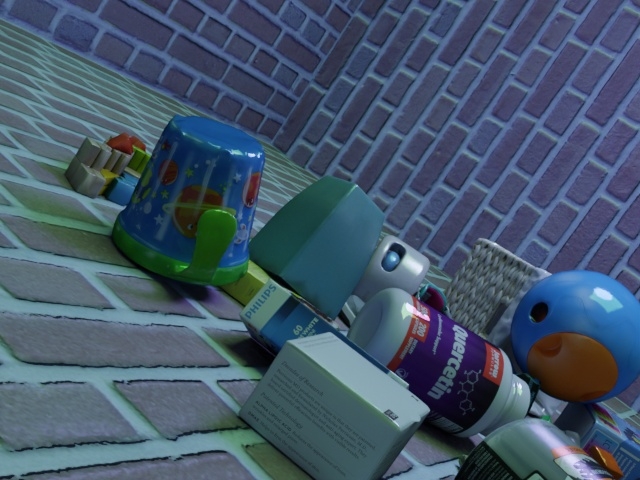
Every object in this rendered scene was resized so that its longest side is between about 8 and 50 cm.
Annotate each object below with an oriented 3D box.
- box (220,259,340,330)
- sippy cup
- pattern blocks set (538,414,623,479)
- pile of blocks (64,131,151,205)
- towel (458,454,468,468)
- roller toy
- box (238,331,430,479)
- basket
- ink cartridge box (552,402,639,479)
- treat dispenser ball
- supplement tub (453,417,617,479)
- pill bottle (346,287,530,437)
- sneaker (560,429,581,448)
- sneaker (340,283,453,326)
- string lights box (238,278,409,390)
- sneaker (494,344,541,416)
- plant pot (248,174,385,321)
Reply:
[{"bbox_3d":[-0.080,0.112,1.555,0.232,0.058,0.087,34,9,10],"label":"box"},{"bbox_3d":[-0.200,-0.077,1.434,0.305,0.224,0.240,32,21,29],"label":"sippy cup"},{"bbox_3d":[0.465,0.448,1.479,0.325,0.026,0.285,52,33,14],"label":"pattern blocks set"},{"bbox_3d":[-0.380,-0.149,1.716,0.149,0.112,0.362,33,9,-4],"label":"pile of blocks"},{"bbox_3d":[0.283,0.401,1.384,0.110,0.027,0.148,29,11,-23],"label":"towel"},{"bbox_3d":[0.159,0.090,2.097,0.146,0.191,0.209,33,9,3],"label":"roller toy"},{"bbox_3d":[0.024,0.221,1.124,0.182,0.119,0.181,36,9,17],"label":"box"},{"bbox_3d":[0.490,0.216,2.178,0.331,0.328,0.266,27,8,-33],"label":"basket"},{"bbox_3d":[0.695,0.517,1.865,0.395,0.151,0.270,36,9,4],"label":"ink cartridge box"},{"bbox_3d":[0.557,0.206,1.875,0.288,0.288,0.288,33,9,-6],"label":"treat dispenser ball"},{"bbox_3d":[0.320,0.382,1.067,0.194,0.193,0.316,26,12,-42],"label":"supplement tub"},{"bbox_3d":[0.209,0.230,1.545,0.323,0.181,0.181,31,9,-16],"label":"pill bottle"},{"bbox_3d":[0.421,0.422,1.615,0.130,0.087,0.227,12,25,4],"label":"sneaker"},{"bbox_3d":[0.173,0.156,1.829,0.295,0.178,0.124,40,11,39],"label":"sneaker"},{"bbox_3d":[0.007,0.177,1.306,0.260,0.076,0.133,36,-14,17],"label":"string lights box"},{"bbox_3d":[0.349,0.282,1.913,0.125,0.139,0.341,23,12,-40],"label":"sneaker"},{"bbox_3d":[0.000,0.000,1.678,0.166,0.234,0.165,43,-12,-35],"label":"plant pot"}]
